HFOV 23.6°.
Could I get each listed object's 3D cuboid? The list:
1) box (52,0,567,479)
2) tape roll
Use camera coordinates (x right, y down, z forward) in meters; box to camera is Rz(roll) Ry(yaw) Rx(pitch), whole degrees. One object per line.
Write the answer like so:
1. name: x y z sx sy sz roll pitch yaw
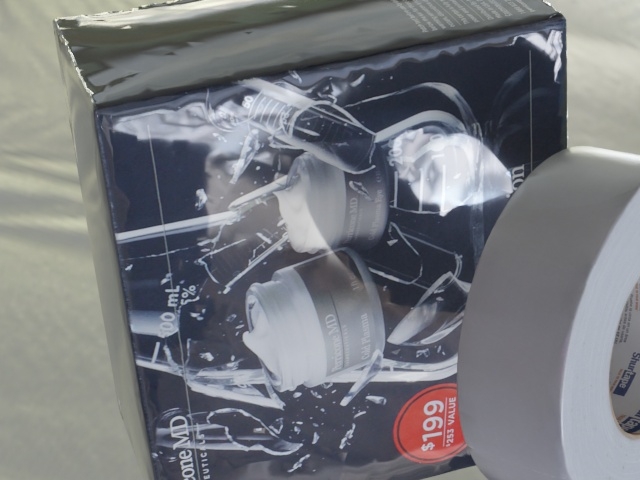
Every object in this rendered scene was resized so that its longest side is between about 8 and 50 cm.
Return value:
1. box: 0.000 0.000 1.089 0.312 0.343 0.179 -13 -151 -12
2. tape roll: 0.172 0.056 0.929 0.072 0.219 0.219 13 -159 37
